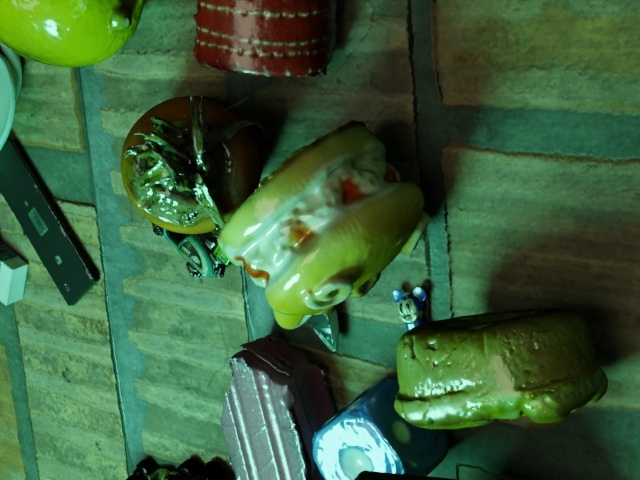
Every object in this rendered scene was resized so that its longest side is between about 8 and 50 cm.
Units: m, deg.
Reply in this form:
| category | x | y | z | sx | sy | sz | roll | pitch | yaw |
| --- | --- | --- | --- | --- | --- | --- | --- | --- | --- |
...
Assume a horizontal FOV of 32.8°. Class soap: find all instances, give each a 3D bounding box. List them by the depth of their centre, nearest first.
| category | x | y | z | sx | sy | sz | roll | pitch | yaw |
| --- | --- | --- | --- | --- | --- | --- | --- | --- | --- |
| soap | -0.065 | 0.290 | 1.687 | 0.182 | 0.112 | 0.289 | -10 | 99 | 39 |

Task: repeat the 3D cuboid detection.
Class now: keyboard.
| category | x | y | z | sx | sy | sz | roll | pitch | yaw |
| --- | --- | --- | --- | --- | --- | --- | --- | --- | --- |
| keyboard | -0.508 | -0.034 | 1.981 | 0.106 | 0.027 | 0.317 | -38 | 81 | 36 |

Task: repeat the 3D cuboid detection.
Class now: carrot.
| category | x | y | z | sx | sy | sz | roll | pitch | yaw |
| --- | --- | --- | --- | --- | --- | --- | --- | --- | --- |
| carrot | -0.175 | -0.107 | 1.536 | 0.214 | 0.331 | 0.193 | -3 | 98 | 5 |

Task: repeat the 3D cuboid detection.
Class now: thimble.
| category | x | y | z | sx | sy | sz | roll | pitch | yaw |
| --- | --- | --- | --- | --- | --- | --- | --- | --- | --- |
| thimble | -0.082 | -0.290 | 1.467 | 0.189 | 0.163 | 0.125 | 13 | 110 | 28 |

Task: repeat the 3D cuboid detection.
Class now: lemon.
| category | x | y | z | sx | sy | sz | roll | pitch | yaw |
| --- | --- | --- | --- | --- | --- | --- | --- | --- | --- |
| lemon | -0.399 | -0.390 | 1.629 | 0.284 | 0.260 | 0.261 | 48 | 132 | 43 |

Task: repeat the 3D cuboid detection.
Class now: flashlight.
| category | x | y | z | sx | sy | sz | roll | pitch | yaw |
| --- | --- | --- | --- | --- | --- | --- | --- | --- | --- |
| flashlight | 0.134 | 0.126 | 1.524 | 0.057 | 0.035 | 0.121 | -9 | 99 | 39 |

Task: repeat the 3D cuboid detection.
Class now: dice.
| category | x | y | z | sx | sy | sz | roll | pitch | yaw |
| --- | --- | --- | --- | --- | --- | --- | --- | --- | --- |
| dice | 0.086 | 0.285 | 1.545 | 0.146 | 0.146 | 0.143 | -40 | 81 | 38 |

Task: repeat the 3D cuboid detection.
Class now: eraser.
| category | x | y | z | sx | sy | sz | roll | pitch | yaw |
| --- | --- | --- | --- | --- | --- | --- | --- | --- | --- |
| eraser | -0.653 | 0.032 | 2.104 | 0.212 | 0.046 | 0.092 | 34 | 124 | 24 |

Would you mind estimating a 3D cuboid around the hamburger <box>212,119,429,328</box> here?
| category | x | y | z | sx | sy | sz | roll | pitch | yaw |
| --- | --- | --- | --- | --- | --- | --- | --- | --- | --- |
| hamburger | 0.000 | 0.000 | 1.446 | 0.186 | 0.261 | 0.302 | 54 | 131 | 5 |

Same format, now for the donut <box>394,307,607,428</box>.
| category | x | y | z | sx | sy | sz | roll | pitch | yaw |
| --- | --- | --- | --- | --- | --- | --- | --- | --- | --- |
| donut | 0.221 | 0.156 | 1.358 | 0.261 | 0.208 | 0.128 | -9 | 90 | 32 |

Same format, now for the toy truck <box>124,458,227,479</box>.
| category | x | y | z | sx | sy | sz | roll | pitch | yaw |
| --- | --- | --- | --- | --- | --- | --- | --- | --- | --- |
| toy truck | -0.265 | 0.464 | 1.903 | 0.257 | 0.127 | 0.127 | -4 | 117 | 40 |

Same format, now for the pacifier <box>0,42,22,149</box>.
| category | x | y | z | sx | sy | sz | roll | pitch | yaw |
| --- | --- | --- | --- | --- | --- | --- | --- | --- | --- |
| pacifier | -0.683 | -0.280 | 1.888 | 0.343 | 0.269 | 0.288 | 34 | 99 | 21 |

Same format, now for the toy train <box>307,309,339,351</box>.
| category | x | y | z | sx | sy | sz | roll | pitch | yaw |
| --- | --- | --- | --- | --- | --- | --- | --- | --- | --- |
| toy train | -0.022 | 0.045 | 1.614 | 0.055 | 0.048 | 0.252 | -17 | 100 | 51 |

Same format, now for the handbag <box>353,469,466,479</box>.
| category | x | y | z | sx | sy | sz | roll | pitch | yaw |
| --- | --- | --- | --- | --- | --- | --- | --- | --- | --- |
| handbag | 0.160 | 0.455 | 1.440 | 0.178 | 0.301 | 0.275 | -108 | 28 | -60 |

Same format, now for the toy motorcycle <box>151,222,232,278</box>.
| category | x | y | z | sx | sy | sz | roll | pitch | yaw |
| --- | --- | --- | --- | --- | --- | --- | --- | --- | --- |
| toy motorcycle | -0.201 | -0.011 | 1.729 | 0.173 | 0.058 | 0.100 | 42 | 119 | 18 |
